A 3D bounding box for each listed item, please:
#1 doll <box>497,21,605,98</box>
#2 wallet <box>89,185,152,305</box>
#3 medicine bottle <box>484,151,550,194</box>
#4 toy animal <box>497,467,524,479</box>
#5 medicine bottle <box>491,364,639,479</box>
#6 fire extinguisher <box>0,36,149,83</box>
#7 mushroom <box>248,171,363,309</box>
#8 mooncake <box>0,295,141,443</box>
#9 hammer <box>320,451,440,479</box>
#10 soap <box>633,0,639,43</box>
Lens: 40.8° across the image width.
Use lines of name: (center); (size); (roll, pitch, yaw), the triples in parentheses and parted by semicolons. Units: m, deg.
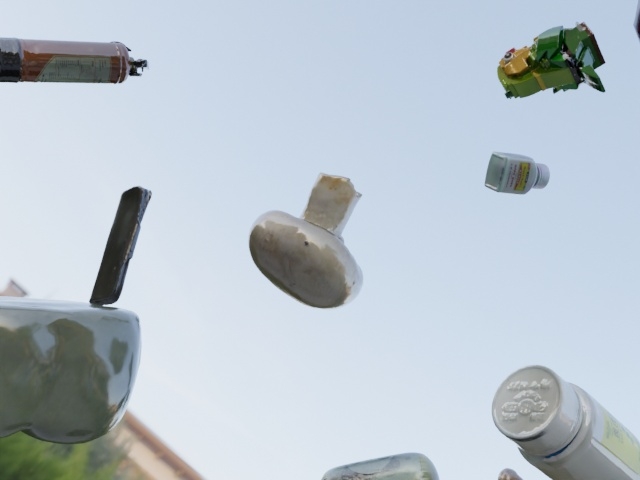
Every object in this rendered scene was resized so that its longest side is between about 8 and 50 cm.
doll: (0.397, -0.301, 1.485); (0.186, 0.134, 0.106); (-6, -32, 32)
wallet: (-0.256, 0.006, 1.096); (0.018, 0.157, 0.082); (24, -22, -34)
medicine bottle: (0.386, -0.129, 1.682); (0.055, 0.118, 0.074); (36, -62, 59)
toy animal: (0.268, 0.530, 1.329); (0.277, 0.345, 0.247); (39, -66, -14)
medicine bottle: (0.384, 0.304, 1.332); (0.258, 0.143, 0.143); (38, -25, -32)
fire extinguisher: (-0.267, -0.196, 0.950); (0.062, 0.177, 0.050); (5, -82, 59)
mushroom: (0.000, 0.000, 1.969); (0.292, 0.290, 0.292); (33, -10, 6)
mooncake: (-0.311, 0.121, 0.856); (0.275, 0.135, 0.275); (7, -5, 1)
hammer: (0.115, 0.450, 1.496); (0.202, 0.113, 0.305); (-10, -24, 7)
soap: (0.601, -0.363, 1.306); (0.220, 0.127, 0.325); (21, -32, 23)
